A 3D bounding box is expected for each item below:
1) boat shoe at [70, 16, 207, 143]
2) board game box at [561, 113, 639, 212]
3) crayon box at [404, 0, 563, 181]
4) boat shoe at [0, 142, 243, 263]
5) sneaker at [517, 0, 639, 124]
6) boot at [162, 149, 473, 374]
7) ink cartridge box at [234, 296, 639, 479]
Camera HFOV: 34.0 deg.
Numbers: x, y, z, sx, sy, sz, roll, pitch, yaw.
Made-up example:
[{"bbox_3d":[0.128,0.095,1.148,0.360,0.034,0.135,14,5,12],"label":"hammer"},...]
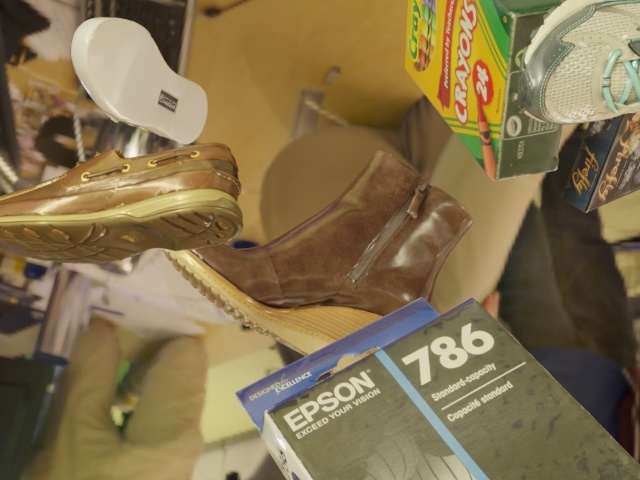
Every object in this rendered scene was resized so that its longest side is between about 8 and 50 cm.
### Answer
[{"bbox_3d":[-0.240,-0.196,1.280,0.102,0.108,0.301,15,177,18],"label":"boat shoe"},{"bbox_3d":[0.399,-0.164,1.301,0.042,0.165,0.243,37,130,33],"label":"board game box"},{"bbox_3d":[0.173,-0.238,1.189,0.081,0.318,0.202,-12,129,-13],"label":"crayon box"},{"bbox_3d":[-0.133,-0.025,0.669,0.178,0.060,0.064,-7,154,15],"label":"boat shoe"},{"bbox_3d":[0.299,-0.158,0.888,0.283,0.122,0.110,-18,122,-21],"label":"sneaker"},{"bbox_3d":[0.000,0.000,0.997,0.248,0.207,0.090,32,168,-5],"label":"boot"},{"bbox_3d":[0.084,0.145,0.620,0.165,0.332,0.065,-27,135,-17],"label":"ink cartridge box"}]
